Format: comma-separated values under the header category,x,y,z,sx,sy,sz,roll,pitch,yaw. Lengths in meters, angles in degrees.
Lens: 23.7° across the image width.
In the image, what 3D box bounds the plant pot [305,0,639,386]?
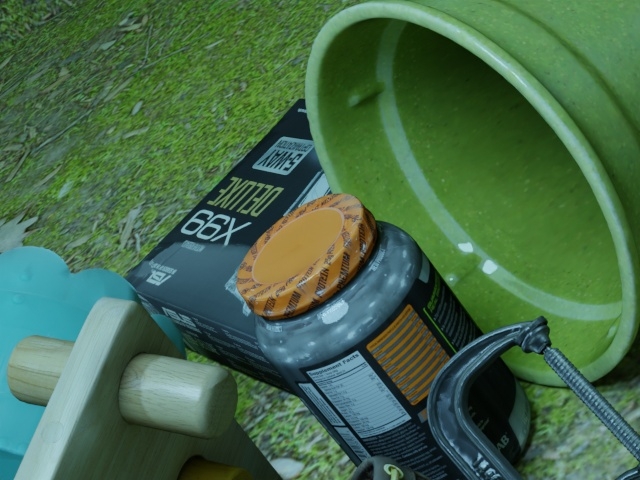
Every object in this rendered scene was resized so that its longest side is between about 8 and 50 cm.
category,x,y,z,sx,sy,sz,roll,pitch,yaw
plant pot,0.174,-0.090,0.993,0.254,0.276,0.276,-37,24,-26

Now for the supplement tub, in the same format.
category,x,y,z,sx,sy,sz,roll,pitch,yaw
supplement tub,0.038,0.069,0.941,0.117,0.190,0.117,-29,27,16

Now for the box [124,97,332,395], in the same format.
category,x,y,z,sx,sy,sz,roll,pitch,yaw
box,0.000,0.000,1.232,0.242,0.076,0.307,-46,27,-16

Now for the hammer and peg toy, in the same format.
category,x,y,z,sx,sy,sz,roll,pitch,yaw
hammer and peg toy,-0.121,0.238,0.775,0.127,0.266,0.361,8,60,26

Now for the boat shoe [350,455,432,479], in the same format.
category,x,y,z,sx,sy,sz,roll,pitch,yaw
boat shoe,-0.005,0.239,0.758,0.324,0.097,0.116,-52,-4,-42

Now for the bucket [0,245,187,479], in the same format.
category,x,y,z,sx,sy,sz,roll,pitch,yaw
bucket,-0.219,0.164,1.032,0.281,0.281,0.183,-27,29,20

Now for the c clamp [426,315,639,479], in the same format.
category,x,y,z,sx,sy,sz,roll,pitch,yaw
c clamp,0.142,0.104,0.855,0.161,0.022,0.137,42,103,21
